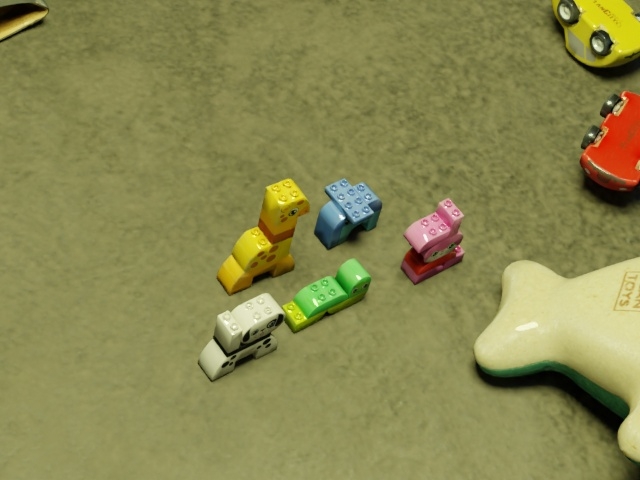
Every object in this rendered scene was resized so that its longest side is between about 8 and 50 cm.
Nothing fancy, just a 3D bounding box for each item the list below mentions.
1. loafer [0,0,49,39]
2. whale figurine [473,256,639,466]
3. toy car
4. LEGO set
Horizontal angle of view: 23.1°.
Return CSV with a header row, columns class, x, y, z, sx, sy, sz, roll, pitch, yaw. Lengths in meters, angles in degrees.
class,x,y,z,sx,sy,sz,roll,pitch,yaw
loafer,-0.282,-0.164,1.210,0.061,0.062,0.170,38,55,11
whale figurine,0.252,0.086,1.108,0.272,0.141,0.216,5,47,23
toy car,0.307,-0.121,1.310,0.224,0.053,0.239,4,53,-10
LEGO set,0.000,0.000,1.121,0.227,0.093,0.087,-25,61,-28
